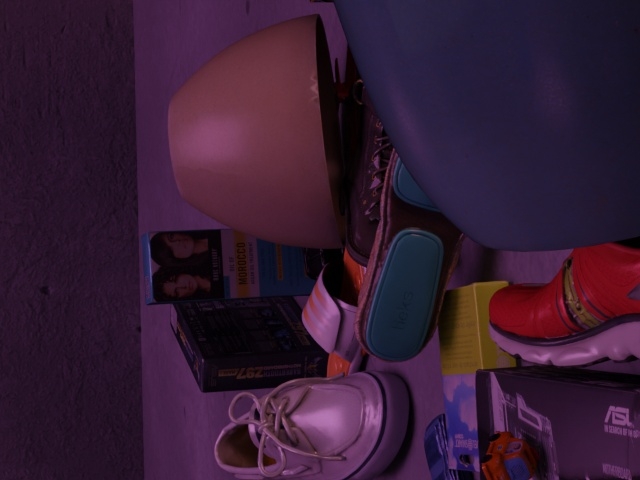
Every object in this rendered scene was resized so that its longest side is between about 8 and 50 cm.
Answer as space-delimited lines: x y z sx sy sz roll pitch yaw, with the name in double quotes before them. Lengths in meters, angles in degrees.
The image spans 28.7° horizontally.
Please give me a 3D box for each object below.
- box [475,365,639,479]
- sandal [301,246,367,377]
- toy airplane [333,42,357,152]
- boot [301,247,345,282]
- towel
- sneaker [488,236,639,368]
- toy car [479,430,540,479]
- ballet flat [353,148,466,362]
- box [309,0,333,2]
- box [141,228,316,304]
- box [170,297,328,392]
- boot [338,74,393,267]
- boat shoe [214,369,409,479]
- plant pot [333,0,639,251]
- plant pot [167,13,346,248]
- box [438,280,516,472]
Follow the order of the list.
"box" 0.219 0.225 0.967 0.307 0.077 0.242 174 93 -73
"sandal" 0.015 0.120 1.605 0.102 0.076 0.265 -117 30 -52
"toy airplane" 0.031 -0.183 1.525 0.151 0.028 0.151 178 90 -89
"boot" -0.001 0.000 1.691 0.099 0.045 0.121 160 99 -74
"towel" 0.134 0.248 1.321 0.067 0.029 0.119 116 147 -59
"sneaker" 0.214 0.022 0.896 0.279 0.107 0.118 -14 91 62
"toy car" 0.164 0.209 0.982 0.040 0.060 0.122 -21 87 28
"ballet flat" 0.102 -0.036 1.219 0.106 0.108 0.316 -86 18 -72
"box" 0.035 -0.338 1.501 0.169 0.059 0.054 151 114 -71
"box" -0.123 0.033 1.752 0.060 0.244 0.100 161 105 -72
"box" -0.109 0.141 1.825 0.232 0.183 0.059 -130 40 -61
"boot" 0.074 -0.107 1.360 0.263 0.091 0.229 -117 29 -58
"boat shoe" -0.039 0.235 1.570 0.367 0.156 0.135 -28 56 57
"plant pot" 0.158 -0.130 0.798 0.293 0.293 0.235 -152 45 -70
"plant pot" -0.078 -0.122 1.522 0.284 0.191 0.284 -6 -90 -84
"box" 0.153 0.133 1.219 0.109 0.042 0.178 155 111 -72
